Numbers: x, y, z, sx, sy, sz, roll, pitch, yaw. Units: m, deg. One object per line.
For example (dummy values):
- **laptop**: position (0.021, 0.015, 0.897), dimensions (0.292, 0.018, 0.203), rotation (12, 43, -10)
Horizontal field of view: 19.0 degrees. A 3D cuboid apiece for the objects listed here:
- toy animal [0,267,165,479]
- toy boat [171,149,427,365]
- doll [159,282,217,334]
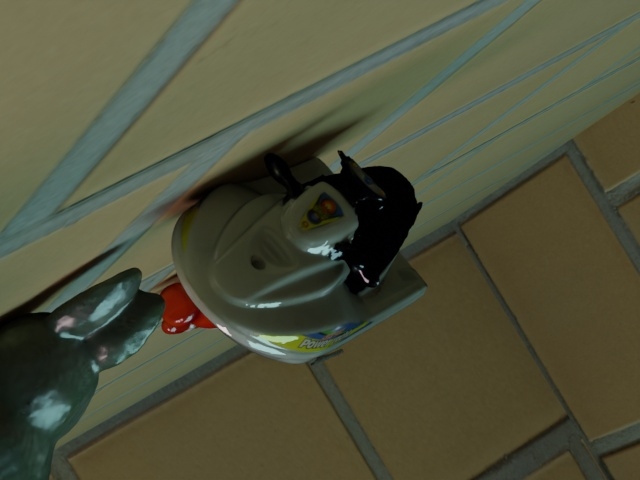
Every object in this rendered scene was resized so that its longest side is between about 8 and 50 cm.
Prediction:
- **toy animal**: position (-0.205, 0.113, 1.269), dimensions (0.251, 0.125, 0.127), rotation (-47, 150, -5)
- **toy boat**: position (-0.002, 0.004, 1.279), dimensions (0.141, 0.141, 0.269), rotation (-32, 174, 13)
- **doll**: position (-0.065, 0.042, 1.745), dimensions (0.142, 0.076, 0.245), rotation (-31, 173, 17)
